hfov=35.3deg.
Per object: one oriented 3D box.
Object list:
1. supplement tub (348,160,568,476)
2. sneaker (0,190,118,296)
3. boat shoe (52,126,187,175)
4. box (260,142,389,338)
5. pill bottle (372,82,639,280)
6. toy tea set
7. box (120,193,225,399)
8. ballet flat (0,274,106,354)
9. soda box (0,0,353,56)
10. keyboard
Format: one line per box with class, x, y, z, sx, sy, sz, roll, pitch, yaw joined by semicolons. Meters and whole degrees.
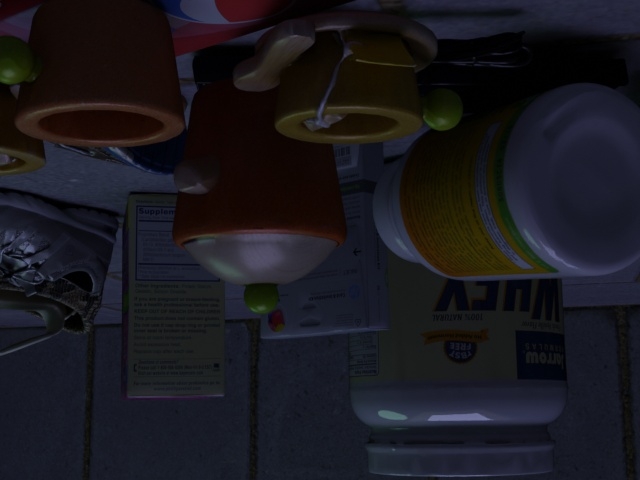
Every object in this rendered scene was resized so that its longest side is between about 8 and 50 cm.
supplement tub;0.146;0.087;1.100;0.235;0.325;0.235;-1;170;0
sneaker;-0.363;0.009;1.227;0.105;0.115;0.281;-10;167;43
boat shoe;-0.180;-0.099;0.790;0.066;0.066;0.183;-2;162;37
box;0.000;0.000;0.993;0.145;0.186;0.038;-10;167;42
pill bottle;0.141;-0.036;0.802;0.136;0.136;0.245;4;175;-24
toy tea set;-0.110;-0.031;0.481;0.336;0.124;0.200;1;171;-15
box;-0.193;0.081;1.283;0.117;0.243;0.213;2;171;-13
ballet flat;-0.466;0.068;1.374;0.164;0.182;0.483;-5;169;27
soda box;-0.078;-0.140;0.467;0.263;0.083;0.092;-9;168;38
keyboard;0.065;-0.123;0.739;0.317;0.033;0.201;-1;177;-4
